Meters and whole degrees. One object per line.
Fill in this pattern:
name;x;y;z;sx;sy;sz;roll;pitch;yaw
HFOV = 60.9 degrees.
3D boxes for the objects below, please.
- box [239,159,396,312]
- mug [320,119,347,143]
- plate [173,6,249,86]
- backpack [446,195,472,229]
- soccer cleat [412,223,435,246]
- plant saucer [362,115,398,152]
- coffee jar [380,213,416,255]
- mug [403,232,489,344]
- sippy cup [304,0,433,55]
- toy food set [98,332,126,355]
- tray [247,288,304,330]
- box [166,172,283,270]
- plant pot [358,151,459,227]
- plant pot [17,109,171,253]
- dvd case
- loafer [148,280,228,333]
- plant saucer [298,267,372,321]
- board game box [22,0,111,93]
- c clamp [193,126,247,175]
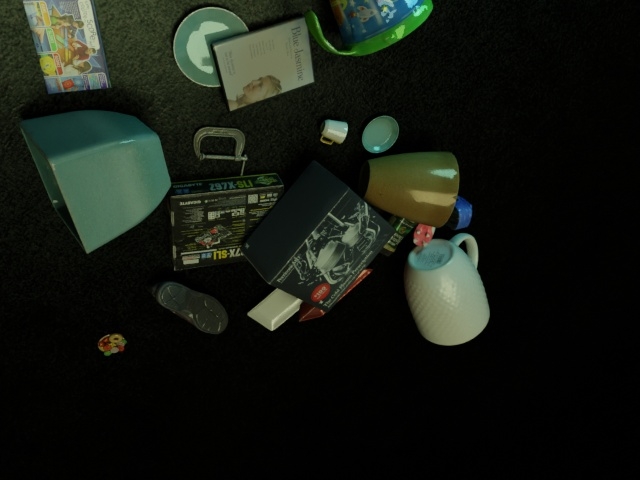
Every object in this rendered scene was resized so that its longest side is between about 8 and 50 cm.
box;0.000;0.000;1.612;0.343;0.179;0.313;-51;140;5
mug;0.032;-0.305;1.541;0.064;0.062;0.078;13;112;-23
plate;-0.257;-0.462;1.304;0.188;0.024;0.188;-12;129;-16
backpack;0.468;-0.100;1.864;0.101;0.120;0.097;-13;129;-17
soccer cleat;0.378;-0.093;1.857;0.083;0.095;0.247;20;117;4
plant saucer;0.175;-0.319;1.622;0.120;0.021;0.119;-13;130;-16
coffee jar;0.245;-0.034;1.837;0.096;0.079;0.184;24;113;-36
mug;0.466;0.136;1.977;0.374;0.276;0.328;-47;130;-27
sippy cup;0.111;-0.590;1.264;0.240;0.305;0.224;-6;132;37
toy food set;-0.658;0.328;1.723;0.083;0.020;0.082;-22;132;-9
tray;-0.113;0.193;1.874;0.270;0.030;0.145;-40;132;7
box;-0.273;-0.054;1.576;0.322;0.079;0.257;-8;130;-20
plant pot;0.253;-0.172;1.661;0.255;0.237;0.237;7;123;-12
plant pot;-0.503;-0.168;1.276;0.252;0.247;0.247;-27;134;-27
dvd case;-0.134;-0.437;1.358;0.253;0.022;0.180;-24;135;-16
loafer;-0.412;0.200;1.714;0.302;0.095;0.109;43;70;-46
plant saucer;0.046;0.167;1.847;0.259;0.047;0.258;-44;166;10
board game box;-0.546;-0.427;1.186;0.136;0.035;0.201;-11;129;-18
c clamp;-0.268;-0.241;1.470;0.161;0.022;0.137;4;123;-29
